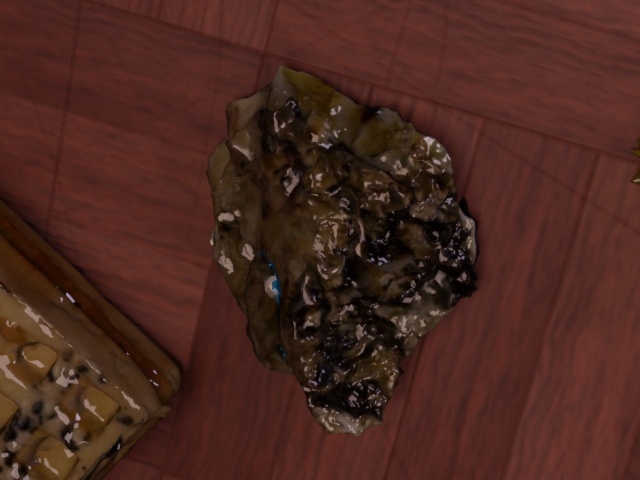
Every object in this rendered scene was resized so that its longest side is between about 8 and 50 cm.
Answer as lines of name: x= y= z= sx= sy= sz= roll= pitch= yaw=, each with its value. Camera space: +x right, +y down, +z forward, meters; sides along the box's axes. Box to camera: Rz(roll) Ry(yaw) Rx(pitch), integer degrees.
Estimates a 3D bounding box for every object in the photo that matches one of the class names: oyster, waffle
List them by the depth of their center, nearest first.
oyster: x=0.000 y=0.000 z=1.355 sx=0.223 sy=0.083 sz=0.214 roll=34 pitch=105 yaw=12
waffle: x=-0.317 y=0.076 z=1.431 sx=0.376 sy=0.114 sz=0.261 roll=43 pitch=108 yaw=2

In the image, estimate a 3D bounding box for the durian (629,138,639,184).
durian: x=0.314 y=-0.040 z=1.262 sx=0.182 sy=0.165 sz=0.132 roll=12 pitch=64 yaw=-11
